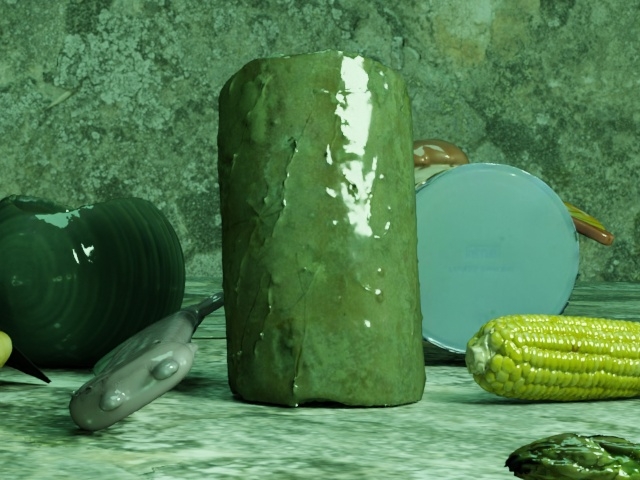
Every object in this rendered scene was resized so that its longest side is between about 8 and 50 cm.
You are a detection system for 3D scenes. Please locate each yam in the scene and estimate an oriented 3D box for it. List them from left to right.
[{"bbox_3d":[0.000,0.000,1.173,0.161,0.268,0.161,-3,-9,-1],"label":"yam"}]

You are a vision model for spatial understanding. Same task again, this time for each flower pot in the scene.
[{"bbox_3d":[-0.224,0.035,1.387,0.189,0.157,0.243,0,1,17],"label":"flower pot"}]

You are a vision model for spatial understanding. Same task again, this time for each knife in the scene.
[{"bbox_3d":[-0.127,0.090,1.107,0.132,0.038,0.398,-33,2,0],"label":"knife"}]

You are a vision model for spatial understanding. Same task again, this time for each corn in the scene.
[{"bbox_3d":[0.203,0.092,1.171,0.206,0.067,0.067,4,0,-27],"label":"corn"}]

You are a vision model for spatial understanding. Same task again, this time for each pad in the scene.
[{"bbox_3d":[-0.294,0.068,1.199,0.157,0.003,0.112,17,-23,29],"label":"pad"}]

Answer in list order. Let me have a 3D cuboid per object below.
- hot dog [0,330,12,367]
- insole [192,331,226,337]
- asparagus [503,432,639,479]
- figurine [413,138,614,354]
[{"bbox_3d":[-0.318,0.079,1.139,0.102,0.076,0.249,40,-22,-31],"label":"hot dog"},{"bbox_3d":[-0.197,0.106,1.709,0.197,0.004,0.065,1,1,6],"label":"insole"},{"bbox_3d":[0.176,0.116,0.766,0.165,0.030,0.036,3,25,5],"label":"asparagus"},{"bbox_3d":[0.141,0.018,1.582,0.277,0.248,0.388,4,10,-7],"label":"figurine"}]
